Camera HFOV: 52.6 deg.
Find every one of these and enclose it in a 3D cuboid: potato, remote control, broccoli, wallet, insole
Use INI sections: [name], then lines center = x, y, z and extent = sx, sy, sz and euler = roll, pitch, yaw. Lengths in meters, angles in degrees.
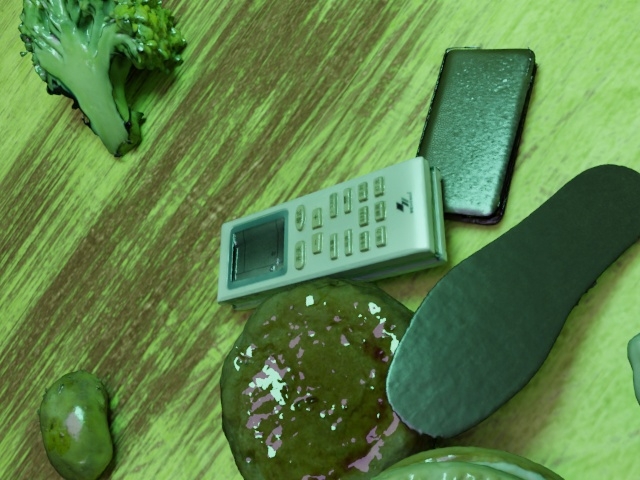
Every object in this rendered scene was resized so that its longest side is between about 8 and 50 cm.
[potato]
center = -0.301, 0.227, 0.798
extent = 0.091, 0.070, 0.138
euler = -31, 59, 17
[remote control]
center = 0.000, 0.000, 0.705
extent = 0.277, 0.055, 0.103
euler = -16, 63, 33
[broccoli]
center = -0.310, -0.284, 0.991
extent = 0.242, 0.273, 0.180
euler = -17, 18, 33
[wallet]
center = 0.161, -0.116, 0.695
extent = 0.110, 0.031, 0.198
euler = 9, 75, 32
[insole]
center = 0.179, 0.038, 0.563
extent = 0.328, 0.007, 0.111
euler = -41, 68, -16

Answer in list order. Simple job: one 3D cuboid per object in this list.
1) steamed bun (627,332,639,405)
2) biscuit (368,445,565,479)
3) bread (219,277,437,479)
[steamed bun]
center = 0.385, 0.060, 0.333
extent = 0.247, 0.236, 0.383
euler = 64, 151, 14
[biscuit]
center = 0.105, 0.279, 0.479
extent = 0.259, 0.079, 0.259
euler = 0, 91, 7
[bread]
center = 0.015, 0.148, 0.618
extent = 0.230, 0.123, 0.230
euler = -12, 62, 25
